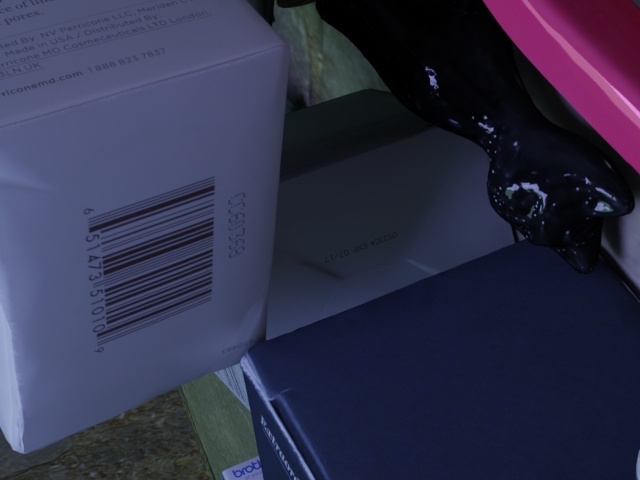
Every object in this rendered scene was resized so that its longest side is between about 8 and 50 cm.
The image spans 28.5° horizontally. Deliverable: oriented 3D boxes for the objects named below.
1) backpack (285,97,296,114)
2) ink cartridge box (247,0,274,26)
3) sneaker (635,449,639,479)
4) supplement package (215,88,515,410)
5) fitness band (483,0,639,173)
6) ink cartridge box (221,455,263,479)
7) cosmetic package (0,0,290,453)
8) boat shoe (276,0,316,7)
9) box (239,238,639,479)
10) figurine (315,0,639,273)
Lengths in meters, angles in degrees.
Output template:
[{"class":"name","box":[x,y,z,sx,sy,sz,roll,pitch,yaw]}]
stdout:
[{"class":"backpack","box":[-0.128,-0.046,1.148,0.225,0.254,0.191,120,132,-76]},{"class":"ink cartridge box","box":[-0.083,-0.246,0.891,0.234,0.088,0.193,86,-176,-49]},{"class":"sneaker","box":[0.225,0.108,0.457,0.275,0.107,0.109,-153,63,-62]},{"class":"supplement package","box":[0.000,0.000,0.860,0.203,0.194,0.149,-150,43,-68]},{"class":"fitness band","box":[0.137,-0.112,0.407,0.291,0.054,0.209,53,151,26]},{"class":"ink cartridge box","box":[0.032,0.177,0.965,0.097,0.207,0.046,86,158,-48]},{"class":"cosmetic package","box":[-0.179,-0.108,0.692,0.385,0.156,0.217,48,147,36]},{"class":"boat shoe","box":[0.005,-0.217,0.735,0.092,0.103,0.285,63,171,2]},{"class":"box","box":[0.122,0.245,0.732,0.395,0.212,0.293,84,159,-47]},{"class":"figurine","box":[0.099,-0.104,0.611,0.209,0.092,0.215,56,161,16]}]
